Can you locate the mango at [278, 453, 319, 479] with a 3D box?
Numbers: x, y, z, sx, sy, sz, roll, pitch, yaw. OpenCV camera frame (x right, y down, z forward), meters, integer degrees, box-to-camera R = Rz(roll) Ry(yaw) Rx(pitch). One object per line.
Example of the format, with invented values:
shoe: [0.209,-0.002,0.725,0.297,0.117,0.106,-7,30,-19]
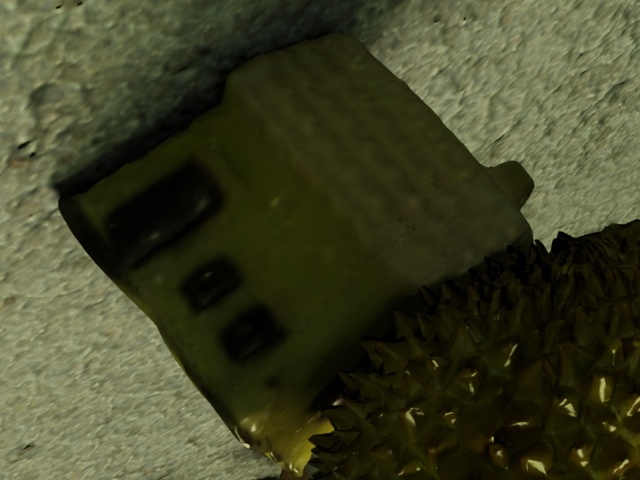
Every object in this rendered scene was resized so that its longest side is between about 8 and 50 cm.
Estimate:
mango: [0.085,0.264,1.407,0.221,0.199,0.384,-47,157,23]

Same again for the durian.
durian: [0.120,0.131,0.658,0.293,0.258,0.258,-26,157,-6]

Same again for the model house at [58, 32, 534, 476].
model house: [0.000,0.000,0.770,0.234,0.193,0.175,-37,157,-8]
